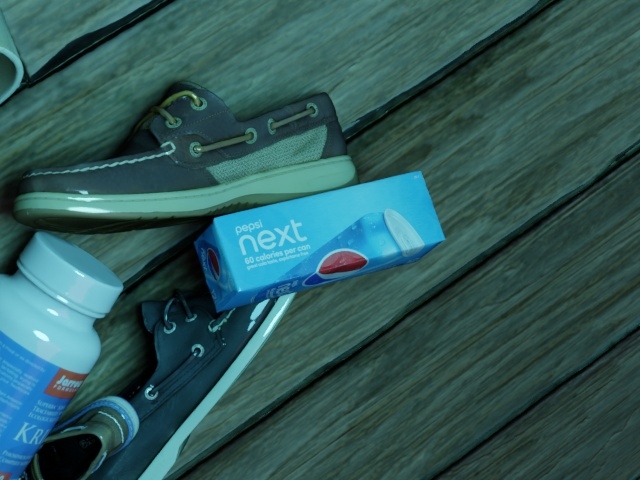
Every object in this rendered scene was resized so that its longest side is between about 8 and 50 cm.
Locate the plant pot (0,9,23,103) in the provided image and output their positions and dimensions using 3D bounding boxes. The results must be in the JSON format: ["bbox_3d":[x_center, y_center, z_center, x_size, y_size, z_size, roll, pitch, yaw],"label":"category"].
[{"bbox_3d":[-0.352,-0.212,1.175,0.256,0.256,0.274,-7,77,-34],"label":"plant pot"}]

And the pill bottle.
[{"bbox_3d":[-0.269,0.107,1.553,0.124,0.124,0.221,27,100,-44],"label":"pill bottle"}]

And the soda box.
[{"bbox_3d":[0.000,0.000,1.592,0.210,0.071,0.067,-14,167,-24],"label":"soda box"}]

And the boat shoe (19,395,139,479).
[{"bbox_3d":[-0.247,0.205,1.621,0.183,0.066,0.066,-41,180,27],"label":"boat shoe"}]

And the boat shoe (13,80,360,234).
[{"bbox_3d":[-0.119,-0.079,1.572,0.342,0.123,0.123,-9,88,-33],"label":"boat shoe"}]

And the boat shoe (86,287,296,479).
[{"bbox_3d":[-0.132,0.105,1.672,0.113,0.127,0.340,36,103,-4],"label":"boat shoe"}]
